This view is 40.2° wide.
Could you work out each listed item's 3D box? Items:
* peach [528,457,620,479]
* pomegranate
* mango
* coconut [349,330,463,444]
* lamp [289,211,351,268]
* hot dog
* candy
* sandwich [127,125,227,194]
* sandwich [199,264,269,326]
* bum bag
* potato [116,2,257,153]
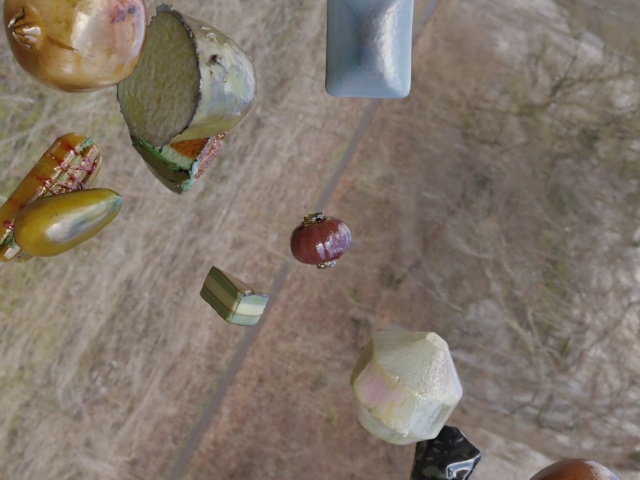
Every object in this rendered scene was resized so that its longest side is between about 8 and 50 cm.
[{"bbox_3d":[0.495,0.557,1.703,0.252,0.252,0.252,-64,-179,1],"label":"peach"},{"bbox_3d":[-0.346,-0.311,1.232,0.209,0.209,0.209,-64,-179,1],"label":"pomegranate"},{"bbox_3d":[-0.385,-0.030,1.332,0.163,0.089,0.111,-23,-171,-32],"label":"mango"},{"bbox_3d":[0.173,0.288,1.765,0.237,0.237,0.197,-64,176,21],"label":"coconut"},{"bbox_3d":[0.000,0.000,1.400,0.101,0.101,0.090,-66,141,-74],"label":"lamp"},{"bbox_3d":[-0.442,-0.061,1.411,0.250,0.076,0.104,-55,134,-15],"label":"hot dog"},{"bbox_3d":[0.074,-0.312,1.370,0.071,0.138,0.174,-34,126,-71],"label":"candy"},{"bbox_3d":[-0.335,-0.233,2.021,0.212,0.292,0.109,-43,153,-30],"label":"sandwich"},{"bbox_3d":[-0.208,0.110,1.839,0.079,0.163,0.113,-64,154,4],"label":"sandwich"},{"bbox_3d":[0.223,0.546,1.797,0.095,0.144,0.340,34,73,-47],"label":"bum bag"},{"bbox_3d":[-0.232,-0.319,1.758,0.237,0.288,0.301,-2,155,-42],"label":"potato"}]
